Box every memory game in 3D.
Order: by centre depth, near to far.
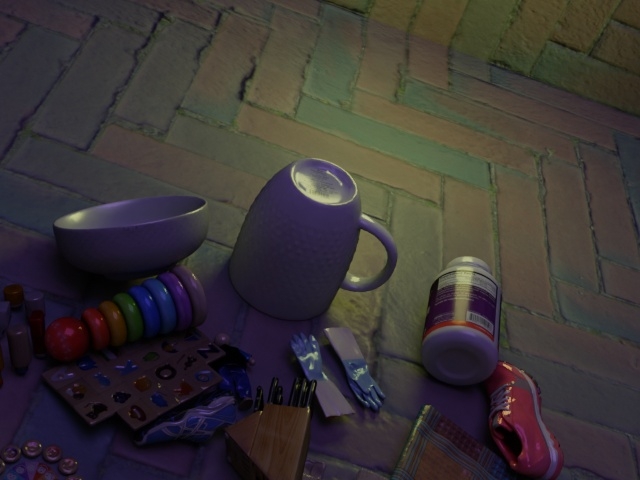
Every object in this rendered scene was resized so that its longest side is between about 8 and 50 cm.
[{"bbox_3d":[-0.518,0.437,1.528,0.186,0.012,0.186,13,41,-12],"label":"memory game"}]

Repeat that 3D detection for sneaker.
[{"bbox_3d":[-0.261,0.365,1.678,0.211,0.080,0.081,-18,97,-18],"label":"sneaker"},{"bbox_3d":[0.435,0.394,1.933,0.136,0.116,0.313,16,38,-33],"label":"sneaker"}]

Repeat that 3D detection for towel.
[{"bbox_3d":[0.266,0.533,1.750,0.271,0.040,0.370,37,40,-2],"label":"towel"}]

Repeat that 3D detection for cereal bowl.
[{"bbox_3d":[-0.411,0.001,1.899,0.339,0.141,0.339,-7,12,1],"label":"cereal bowl"}]

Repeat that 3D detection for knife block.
[{"bbox_3d":[-0.055,0.390,1.692,0.242,0.088,0.276,-23,38,-29],"label":"knife block"}]

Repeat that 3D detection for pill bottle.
[{"bbox_3d":[0.350,0.187,2.092,0.182,0.181,0.323,22,39,-3],"label":"pill bottle"}]

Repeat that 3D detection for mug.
[{"bbox_3d":[0.000,0.000,2.012,0.374,0.328,0.276,23,40,-1],"label":"mug"}]

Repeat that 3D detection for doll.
[{"bbox_3d":[-0.199,0.274,1.835,0.129,0.046,0.189,4,44,-23],"label":"doll"}]

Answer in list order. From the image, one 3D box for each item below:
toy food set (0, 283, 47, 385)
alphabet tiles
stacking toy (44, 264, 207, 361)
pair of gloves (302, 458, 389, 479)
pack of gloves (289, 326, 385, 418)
[{"bbox_3d":[-0.610,0.188,1.719,0.111,0.104,0.232,-2,27,-9],"label":"toy food set"},{"bbox_3d":[-0.377,0.254,1.754,0.285,0.011,0.342,34,39,29],"label":"alphabet tiles"},{"bbox_3d":[-0.405,0.165,1.765,0.330,0.141,0.141,-21,57,-32],"label":"stacking toy"},{"bbox_3d":[0.020,0.529,1.667,0.240,0.042,0.204,16,44,-6],"label":"pair of gloves"},{"bbox_3d":[0.031,0.303,1.934,0.195,0.046,0.232,3,46,-40],"label":"pack of gloves"}]
